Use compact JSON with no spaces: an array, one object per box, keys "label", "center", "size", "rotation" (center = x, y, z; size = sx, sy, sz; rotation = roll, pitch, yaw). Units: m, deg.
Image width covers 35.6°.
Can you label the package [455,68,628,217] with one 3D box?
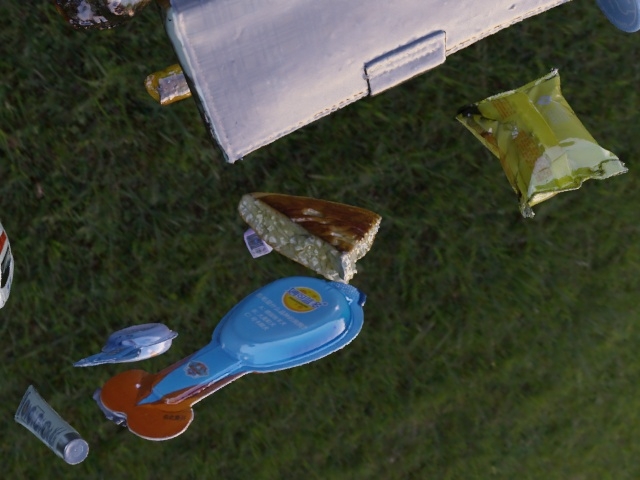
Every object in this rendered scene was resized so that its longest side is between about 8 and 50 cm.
[{"label":"package","center":[0.307,-0.139,1.407],"size":[0.168,0.226,0.090],"rotation":[-23,144,0]}]

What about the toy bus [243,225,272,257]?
[{"label":"toy bus","center":[-0.074,-0.021,1.547],"size":[0.037,0.130,0.052],"rotation":[-20,106,30]}]

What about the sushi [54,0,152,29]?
[{"label":"sushi","center":[-0.402,-0.505,1.610],"size":[0.182,0.196,0.343],"rotation":[-17,111,20]}]

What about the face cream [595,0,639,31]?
[{"label":"face cream","center":[0.352,-0.272,0.852],"size":[0.250,0.077,0.077],"rotation":[-32,123,-4]}]

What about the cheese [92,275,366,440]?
[{"label":"cheese","center":[-0.064,0.090,0.829],"size":[0.256,0.106,0.037],"rotation":[-28,133,-33]}]

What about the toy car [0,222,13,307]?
[{"label":"toy car","center":[-0.465,0.006,1.373],"size":[0.056,0.095,0.204],"rotation":[-9,128,6]}]

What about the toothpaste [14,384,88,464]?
[{"label":"toothpaste","center":[-0.394,0.266,1.437],"size":[0.039,0.239,0.062],"rotation":[24,85,-35]}]

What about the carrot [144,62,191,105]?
[{"label":"carrot","center":[-0.166,-0.291,1.666],"size":[0.260,0.070,0.070],"rotation":[-24,121,-22]}]

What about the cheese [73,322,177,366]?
[{"label":"cheese","center":[-0.335,0.188,1.773],"size":[0.135,0.245,0.052],"rotation":[-9,95,14]}]

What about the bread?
[{"label":"bread","center":[-0.018,-0.011,0.973],"size":[0.136,0.154,0.054],"rotation":[22,108,5]}]

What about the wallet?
[{"label":"wallet","center":[0.046,-0.180,0.721],"size":[0.317,0.044,0.169],"rotation":[-26,145,-7]}]
